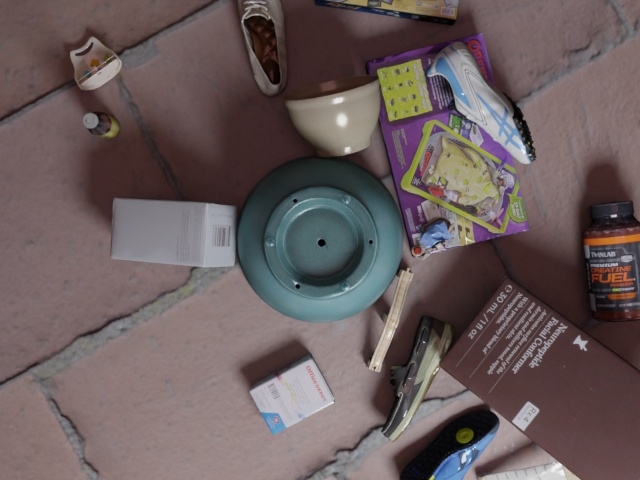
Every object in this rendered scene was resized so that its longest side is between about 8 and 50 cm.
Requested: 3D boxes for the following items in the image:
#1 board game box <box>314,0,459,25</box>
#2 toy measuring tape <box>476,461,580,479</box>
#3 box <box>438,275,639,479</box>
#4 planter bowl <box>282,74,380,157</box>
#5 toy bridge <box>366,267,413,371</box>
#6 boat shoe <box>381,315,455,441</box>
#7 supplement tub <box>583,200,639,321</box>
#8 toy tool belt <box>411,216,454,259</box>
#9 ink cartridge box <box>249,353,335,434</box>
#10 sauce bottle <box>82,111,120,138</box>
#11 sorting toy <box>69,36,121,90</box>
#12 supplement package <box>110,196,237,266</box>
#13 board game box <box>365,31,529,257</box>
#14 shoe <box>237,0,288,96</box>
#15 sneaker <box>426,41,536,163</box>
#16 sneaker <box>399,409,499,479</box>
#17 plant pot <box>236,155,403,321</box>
[{"bbox_3d":[0.122,-0.469,1.426,0.244,0.042,0.164,9,92,0],"label":"board game box"},{"bbox_3d":[0.438,0.373,1.441,0.330,0.121,0.121,-20,92,21],"label":"toy measuring tape"},{"bbox_3d":[0.398,0.248,1.333,0.381,0.143,0.191,37,91,22],"label":"box"},{"bbox_3d":[0.027,-0.202,1.385,0.162,0.162,0.109,-13,109,0],"label":"planter bowl"},{"bbox_3d":[0.120,0.135,1.434,0.026,0.063,0.188,19,92,-1],"label":"toy bridge"},{"bbox_3d":[0.153,0.233,1.433,0.073,0.080,0.223,28,86,4],"label":"boat shoe"},{"bbox_3d":[0.501,0.034,1.413,0.106,0.106,0.197,-8,91,0],"label":"supplement tub"},{"bbox_3d":[0.187,-0.003,1.392,0.083,0.051,0.052,-39,92,1],"label":"toy tool belt"},{"bbox_3d":[-0.048,0.263,1.442,0.123,0.052,0.088,-28,92,2],"label":"ink cartridge box"},{"bbox_3d":[-0.366,-0.193,1.388,0.042,0.128,0.042,0,92,2],"label":"sauce bottle"},{"bbox_3d":[-0.389,-0.307,1.430,0.083,0.045,0.075,-35,84,1],"label":"sorting toy"},{"bbox_3d":[-0.241,-0.014,1.377,0.179,0.105,0.105,4,92,22],"label":"supplement package"},{"bbox_3d":[0.217,-0.161,1.435,0.208,0.056,0.346,-13,92,4],"label":"board game box"},{"bbox_3d":[-0.094,-0.356,1.419,0.077,0.058,0.218,-12,92,0],"label":"shoe"},{"bbox_3d":[0.269,-0.217,1.379,0.086,0.085,0.237,-37,96,27],"label":"sneaker"},{"bbox_3d":[0.231,0.380,1.449,0.209,0.069,0.082,-40,125,-8],"label":"sneaker"},{"bbox_3d":[0.000,0.000,1.363,0.293,0.196,0.292,0,91,-1],"label":"plant pot"}]
